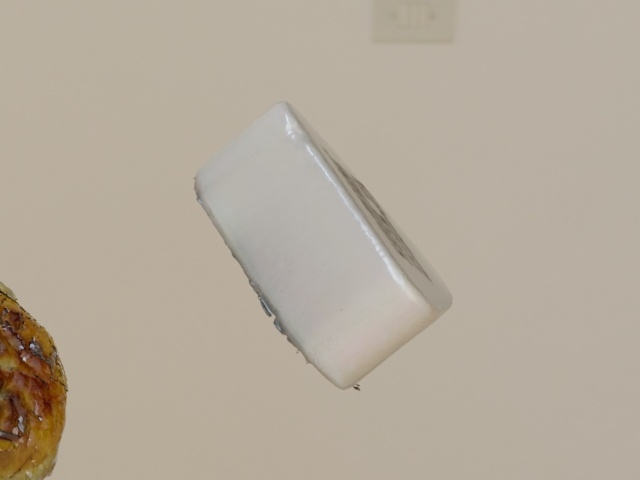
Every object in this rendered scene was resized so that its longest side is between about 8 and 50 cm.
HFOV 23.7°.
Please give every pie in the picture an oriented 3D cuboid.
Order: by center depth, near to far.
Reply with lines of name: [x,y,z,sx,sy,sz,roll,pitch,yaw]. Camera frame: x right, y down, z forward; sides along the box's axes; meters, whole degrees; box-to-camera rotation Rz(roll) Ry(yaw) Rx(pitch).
pie: [-0.355,0.127,1.501,0.308,0.085,0.308,52,-157,-33]

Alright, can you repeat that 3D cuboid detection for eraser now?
eraser: [0.000,0.000,1.691,0.331,0.150,0.331,47,-172,-9]
